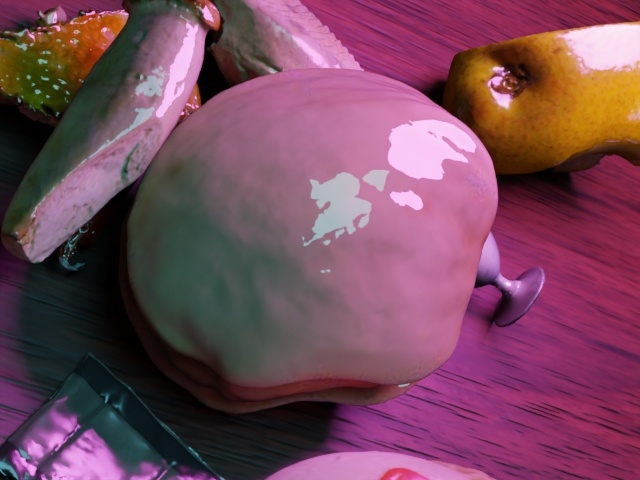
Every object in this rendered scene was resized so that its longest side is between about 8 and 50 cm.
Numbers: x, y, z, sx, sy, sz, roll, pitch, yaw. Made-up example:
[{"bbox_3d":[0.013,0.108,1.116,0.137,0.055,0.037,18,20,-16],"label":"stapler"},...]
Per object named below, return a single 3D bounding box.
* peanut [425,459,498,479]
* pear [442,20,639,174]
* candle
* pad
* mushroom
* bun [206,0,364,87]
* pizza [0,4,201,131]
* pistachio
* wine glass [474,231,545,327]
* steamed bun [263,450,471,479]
[{"bbox_3d":[0.127,0.342,1.667,0.197,0.110,0.233,15,55,-21],"label":"peanut"},{"bbox_3d":[0.289,-0.167,2.006,0.282,0.286,0.176,-7,88,-40],"label":"pear"},{"bbox_3d":[-0.235,-0.028,1.663,0.053,0.048,0.162,18,47,8],"label":"candle"},{"bbox_3d":[-0.184,0.236,1.552,0.233,0.022,0.174,45,46,-5],"label":"pad"},{"bbox_3d":[-0.201,-0.118,1.595,0.107,0.087,0.333,13,60,22],"label":"mushroom"},{"bbox_3d":[-0.056,-0.214,1.842,0.237,0.116,0.210,39,15,-4],"label":"bun"},{"bbox_3d":[-0.258,-0.170,1.700,0.297,0.071,0.189,-10,65,-42],"label":"pizza"},{"bbox_3d":[0.000,0.000,1.680,0.445,0.281,0.365,-30,87,-29],"label":"pistachio"},{"bbox_3d":[0.162,0.011,1.906,0.202,0.093,0.093,38,47,-17],"label":"wine glass"},{"bbox_3d":[0.058,0.368,1.451,0.375,0.241,0.374,4,73,-15],"label":"steamed bun"}]
